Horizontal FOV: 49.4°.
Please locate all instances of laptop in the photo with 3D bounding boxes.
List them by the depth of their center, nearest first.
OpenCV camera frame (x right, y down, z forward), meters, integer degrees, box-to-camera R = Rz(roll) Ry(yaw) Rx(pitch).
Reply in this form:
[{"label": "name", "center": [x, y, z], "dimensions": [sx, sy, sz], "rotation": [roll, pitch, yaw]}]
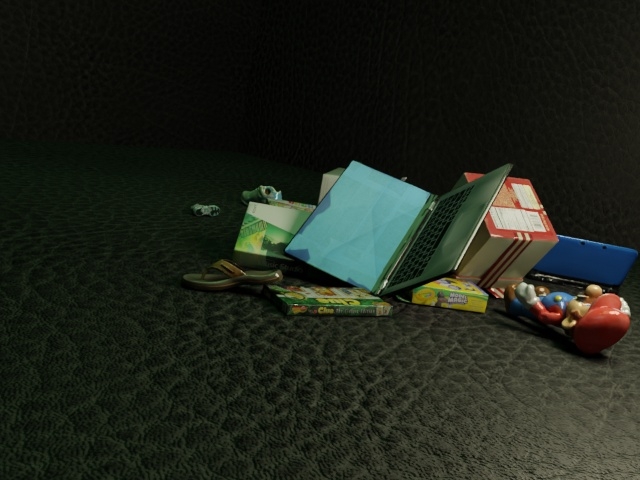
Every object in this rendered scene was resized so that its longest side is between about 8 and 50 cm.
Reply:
[{"label": "laptop", "center": [0.186, -0.074, 1.688], "dimensions": [0.236, 0.382, 0.408], "rotation": [45, -35, -13]}]

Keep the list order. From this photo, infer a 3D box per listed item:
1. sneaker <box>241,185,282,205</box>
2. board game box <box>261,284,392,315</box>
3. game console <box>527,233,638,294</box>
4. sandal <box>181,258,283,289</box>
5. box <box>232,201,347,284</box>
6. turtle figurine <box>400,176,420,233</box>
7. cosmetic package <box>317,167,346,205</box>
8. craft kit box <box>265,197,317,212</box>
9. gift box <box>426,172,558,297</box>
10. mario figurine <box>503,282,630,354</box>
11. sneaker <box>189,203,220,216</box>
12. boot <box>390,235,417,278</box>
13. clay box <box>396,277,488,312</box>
[{"label": "sneaker", "center": [-0.216, -0.162, 2.602], "dimensions": [0.087, 0.092, 0.229], "rotation": [-1, 15, -40]}, {"label": "board game box", "center": [0.015, 0.132, 1.528], "dimensions": [0.260, 0.030, 0.136], "rotation": [4, 15, -29]}, {"label": "game console", "center": [0.824, 0.061, 2.245], "dimensions": [0.293, 0.173, 0.250], "rotation": [12, 12, 4]}, {"label": "sandal", "center": [-0.192, 0.069, 1.513], "dimensions": [0.219, 0.060, 0.090], "rotation": [-4, 9, -4]}, {"label": "box", "center": [-0.052, 0.004, 1.814], "dimensions": [0.322, 0.058, 0.232], "rotation": [9, 35, -1]}, {"label": "turtle figurine", "center": [0.167, -0.060, 2.091], "dimensions": [0.266, 0.274, 0.197], "rotation": [-12, 49, -4]}, {"label": "cosmetic package", "center": [0.096, -0.160, 2.619], "dimensions": [0.155, 0.197, 0.365], "rotation": [12, 10, 9]}, {"label": "craft kit box", "center": [-0.046, -0.060, 2.265], "dimensions": [0.250, 0.061, 0.246], "rotation": [8, 22, -17]}, {"label": "gift box", "center": [0.468, -0.003, 1.885], "dimensions": [0.276, 0.258, 0.255], "rotation": [8, 50, -21]}, {"label": "mario figurine", "center": [0.580, 0.141, 1.613], "dimensions": [0.198, 0.170, 0.320], "rotation": [-31, 18, -18]}, {"label": "sneaker", "center": [-0.388, -0.105, 2.301], "dimensions": [0.098, 0.038, 0.069], "rotation": [1, 15, -41]}, {"label": "boot", "center": [0.263, 0.055, 1.915], "dimensions": [0.283, 0.109, 0.220], "rotation": [4, 12, -22]}, {"label": "clay box", "center": [0.291, 0.126, 1.740], "dimensions": [0.222, 0.053, 0.127], "rotation": [9, 11, -10]}]
